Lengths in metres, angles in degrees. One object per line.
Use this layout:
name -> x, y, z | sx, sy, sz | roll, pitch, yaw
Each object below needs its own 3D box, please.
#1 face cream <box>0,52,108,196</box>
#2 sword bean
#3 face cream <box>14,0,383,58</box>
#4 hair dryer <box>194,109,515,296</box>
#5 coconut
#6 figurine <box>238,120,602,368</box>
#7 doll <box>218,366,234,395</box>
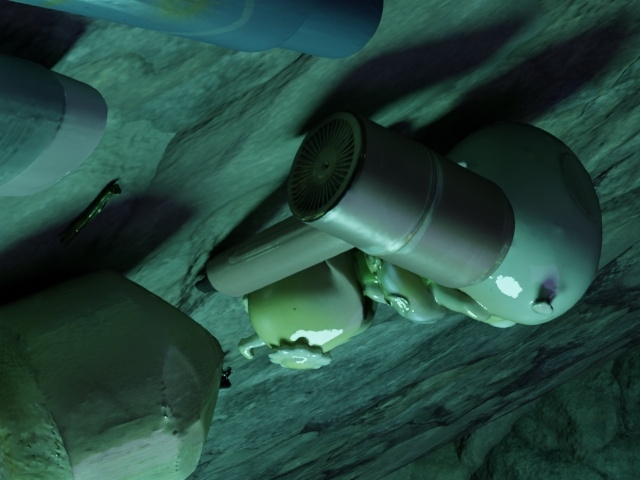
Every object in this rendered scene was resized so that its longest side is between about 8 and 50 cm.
face cream -> -0.234, -0.074, 0.970 | 0.107, 0.073, 0.269 | -30, 165, 19
sword bean -> -0.186, -0.020, 1.332 | 0.012, 0.012, 0.083 | -10, 154, -50
face cream -> -0.093, -0.163, 0.933 | 0.135, 0.086, 0.385 | -38, 157, 27
hair dryer -> 0.000, 0.000, 1.522 | 0.189, 0.107, 0.344 | 23, 151, -32
coconut -> -0.194, 0.134, 1.435 | 0.234, 0.224, 0.224 | -21, 162, -35
figurine -> 0.072, 0.006, 1.642 | 0.394, 0.227, 0.274 | -24, 136, 24
doll -> -0.195, 0.209, 1.921 | 0.219, 0.067, 0.091 | -29, 160, -8
